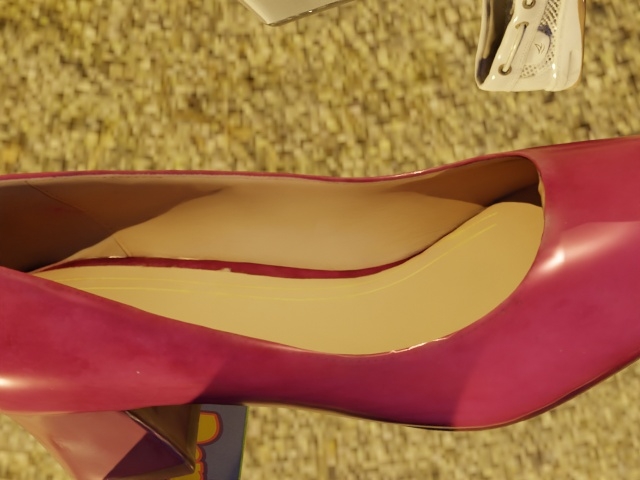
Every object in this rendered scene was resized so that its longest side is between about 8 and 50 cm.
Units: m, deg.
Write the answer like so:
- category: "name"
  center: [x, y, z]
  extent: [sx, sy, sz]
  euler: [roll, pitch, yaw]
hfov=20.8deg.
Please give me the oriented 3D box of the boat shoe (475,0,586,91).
- category: "boat shoe"
  center: [0.153, -0.229, 1.353]
  extent: [0.096, 0.098, 0.277]
  euler: [-11, 126, -8]

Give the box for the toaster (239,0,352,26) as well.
- category: "toaster"
  center: [0.000, -0.254, 1.237]
  extent: [0.186, 0.168, 0.110]
  euler: [-12, 141, 44]

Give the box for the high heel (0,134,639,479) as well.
- category: "high heel"
  center: [0.000, 0.000, 0.744]
  extent: [0.377, 0.127, 0.181]
  euler: [-22, 132, 14]

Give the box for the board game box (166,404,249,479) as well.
- category: "board game box"
  center: [-0.100, 0.221, 0.915]
  extent: [0.078, 0.347, 0.233]
  euler: [10, 128, -4]
